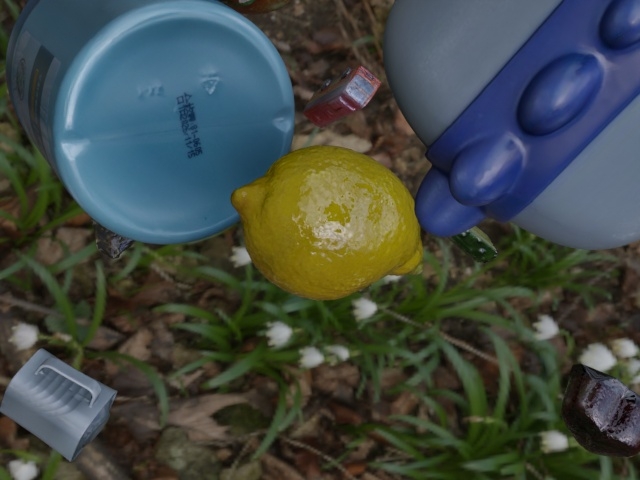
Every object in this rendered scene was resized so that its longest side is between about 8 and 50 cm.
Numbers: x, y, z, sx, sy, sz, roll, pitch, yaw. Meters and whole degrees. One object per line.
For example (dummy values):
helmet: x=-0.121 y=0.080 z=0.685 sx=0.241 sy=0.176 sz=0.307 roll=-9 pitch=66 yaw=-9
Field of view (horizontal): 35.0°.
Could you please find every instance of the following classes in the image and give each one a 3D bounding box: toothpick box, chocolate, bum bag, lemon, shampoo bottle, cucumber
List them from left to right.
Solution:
bum bag: x=-0.339 y=-0.061 z=1.966 sx=0.248 sy=0.069 sz=0.102 roll=-37 pitch=82 yaw=-28
shampoo bottle: x=-0.240 y=-0.200 z=1.407 sx=0.331 sy=0.343 sz=0.331 roll=-11 pitch=116 yaw=-23
lemon: x=0.011 y=-0.019 z=1.191 sx=0.244 sy=0.187 sz=0.187 roll=16 pitch=60 yaw=-12
cucumber: x=0.182 y=-0.012 z=1.341 sx=0.107 sy=0.035 sz=0.067 roll=37 pitch=17 yaw=-19
chocolate: x=0.406 y=0.264 z=1.494 sx=0.149 sy=0.125 sz=0.080 roll=37 pitch=55 yaw=5
toothpick box: x=0.184 y=-0.144 z=0.606 sx=0.263 sy=0.354 sz=0.263 roll=30 pitch=30 yaw=-20

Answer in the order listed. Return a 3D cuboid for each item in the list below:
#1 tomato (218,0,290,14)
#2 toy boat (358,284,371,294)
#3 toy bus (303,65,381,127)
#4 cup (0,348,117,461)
tomato: x=-0.104 y=-0.542 z=1.707 sx=0.239 sy=0.303 sz=0.303 roll=49 pitch=34 yaw=20
toy boat: x=0.000 y=0.000 z=1.365 sx=0.185 sy=0.075 sz=0.077 roll=47 pitch=11 yaw=-2
toy bus: x=0.038 y=-0.267 z=1.907 sx=0.065 sy=0.192 sz=0.077 roll=36 pitch=69 yaw=-18
cup: x=-0.347 y=0.212 z=1.362 sx=0.129 sy=0.128 sz=0.095 roll=32 pitch=43 yaw=1
